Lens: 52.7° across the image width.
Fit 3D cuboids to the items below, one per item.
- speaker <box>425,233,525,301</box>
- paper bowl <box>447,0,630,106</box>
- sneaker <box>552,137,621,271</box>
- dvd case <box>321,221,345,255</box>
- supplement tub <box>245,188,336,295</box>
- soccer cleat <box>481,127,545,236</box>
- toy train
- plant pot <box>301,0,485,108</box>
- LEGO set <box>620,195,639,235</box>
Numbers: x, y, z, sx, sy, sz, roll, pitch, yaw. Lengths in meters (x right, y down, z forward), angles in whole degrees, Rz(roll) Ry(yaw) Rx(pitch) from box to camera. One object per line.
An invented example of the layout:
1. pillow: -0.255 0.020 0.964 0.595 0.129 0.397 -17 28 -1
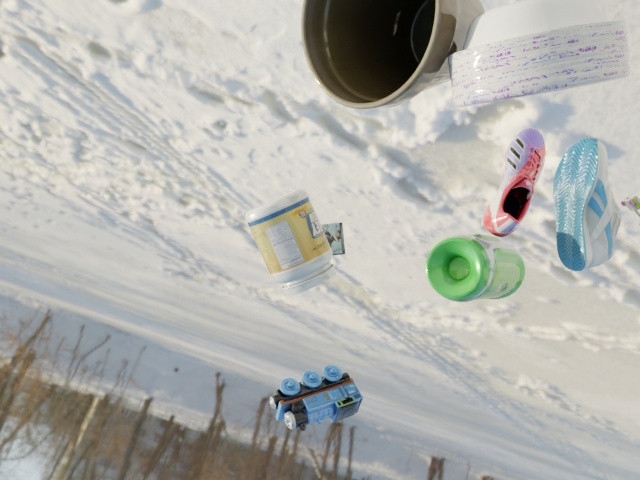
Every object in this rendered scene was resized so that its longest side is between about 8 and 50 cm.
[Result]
1. speaker: 0.313 0.056 1.269 0.131 0.131 0.296 10 -177 31
2. paper bowl: 0.357 -0.317 1.079 0.284 0.148 0.284 -9 -172 1
3. sneaker: 0.466 -0.065 1.118 0.092 0.228 0.087 -11 -162 -25
4. dvd case: 0.000 0.000 1.629 0.120 0.087 0.013 -5 157 2
5. supplement tub: -0.061 0.004 1.393 0.144 0.144 0.199 -11 104 62
6. soccer cleat: 0.385 -0.117 1.232 0.083 0.248 0.095 31 161 -7
7. toy train: -0.008 0.322 1.311 0.184 0.105 0.080 -12 137 -26
8. plant pot: 0.172 -0.413 1.246 0.323 0.323 0.280 4 -171 44
9. LEGO set: 0.612 -0.064 1.099 0.107 0.132 0.287 52 169 7
